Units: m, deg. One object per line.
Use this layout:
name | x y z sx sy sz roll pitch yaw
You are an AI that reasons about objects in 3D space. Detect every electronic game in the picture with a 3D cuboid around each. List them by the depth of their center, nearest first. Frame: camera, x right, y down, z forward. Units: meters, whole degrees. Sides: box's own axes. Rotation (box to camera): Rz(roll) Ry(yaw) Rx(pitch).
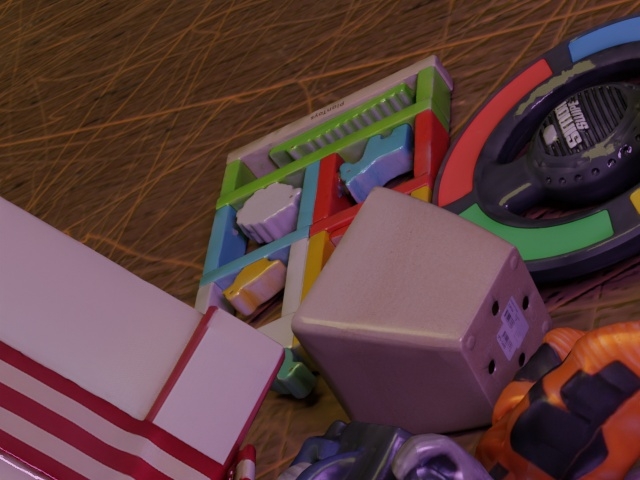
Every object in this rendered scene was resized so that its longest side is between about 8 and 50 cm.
electronic game | 0.169 -0.062 0.953 0.229 0.048 0.229 -28 33 20

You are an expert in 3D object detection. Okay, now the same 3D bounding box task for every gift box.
gift box | -0.184 0.161 0.783 0.255 0.258 0.276 -58 4 49

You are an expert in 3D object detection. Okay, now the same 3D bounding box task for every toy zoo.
toy zoo | 0.000 0.000 1.072 0.192 0.030 0.293 -24 33 24

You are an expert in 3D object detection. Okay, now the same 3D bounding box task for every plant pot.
plant pot | 0.066 0.047 0.873 0.096 0.109 0.109 8 53 38

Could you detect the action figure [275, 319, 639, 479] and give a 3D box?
action figure | 0.096 0.130 0.661 0.330 0.178 0.341 -47 6 -4
